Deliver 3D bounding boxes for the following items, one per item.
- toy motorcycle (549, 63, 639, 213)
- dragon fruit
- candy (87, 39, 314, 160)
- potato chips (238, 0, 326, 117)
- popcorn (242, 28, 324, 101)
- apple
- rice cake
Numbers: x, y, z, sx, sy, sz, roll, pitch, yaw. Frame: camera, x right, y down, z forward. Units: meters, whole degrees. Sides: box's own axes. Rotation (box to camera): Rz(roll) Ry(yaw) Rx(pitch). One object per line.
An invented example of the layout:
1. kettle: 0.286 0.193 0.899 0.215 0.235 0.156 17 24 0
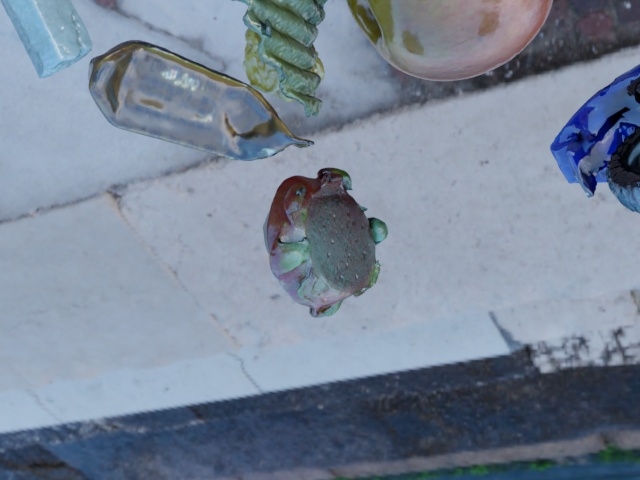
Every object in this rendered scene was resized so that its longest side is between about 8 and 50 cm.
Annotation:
1. toy motorcycle: 0.269 -0.108 0.454 0.315 0.169 0.113 -30 107 11
2. dragon fruit: 0.000 0.000 1.609 0.130 0.268 0.295 -12 172 38
3. candy: -0.134 -0.149 1.032 0.271 0.143 0.101 18 97 -15
4. potato chips: -0.059 -0.431 1.587 0.097 0.373 0.389 0 159 24
5. popcorn: -0.087 -0.359 1.837 0.194 0.140 0.163 54 146 16
6. apple: 0.222 -0.467 1.656 0.364 0.364 0.364 6 139 5
7. rice cake: -0.231 -0.230 0.619 0.045 0.042 0.245 -20 98 53
